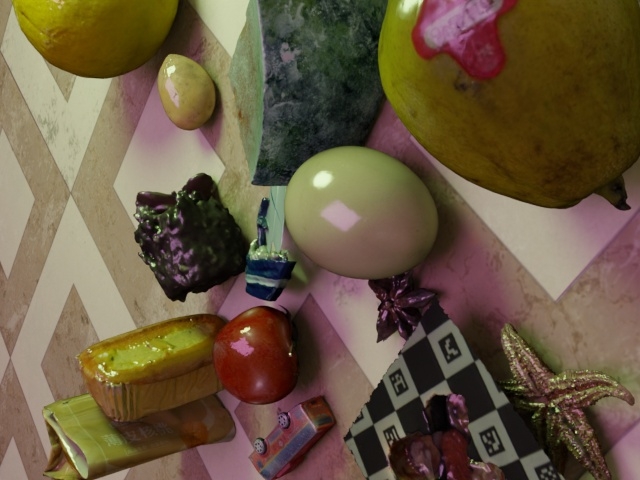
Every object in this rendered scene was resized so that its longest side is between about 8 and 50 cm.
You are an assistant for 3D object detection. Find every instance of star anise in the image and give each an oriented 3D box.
[{"bbox_3d":[0.121,0.087,1.126,0.129,0.056,0.124,-15,79,48],"label":"star anise"}]

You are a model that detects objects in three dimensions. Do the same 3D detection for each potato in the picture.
[{"bbox_3d":[-0.264,-0.287,1.514,0.112,0.112,0.147,-15,87,47],"label":"potato"}]

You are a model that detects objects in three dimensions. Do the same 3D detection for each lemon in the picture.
[{"bbox_3d":[-0.449,-0.488,1.551,0.348,0.347,0.348,2,93,48],"label":"lemon"}]

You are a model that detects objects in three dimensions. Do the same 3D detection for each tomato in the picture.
[{"bbox_3d":[-0.110,0.190,1.312,0.167,0.167,0.167,2,93,48],"label":"tomato"}]

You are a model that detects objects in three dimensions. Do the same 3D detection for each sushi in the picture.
[{"bbox_3d":[0.193,0.300,1.050,0.320,0.068,0.339,56,137,33],"label":"sushi"}]

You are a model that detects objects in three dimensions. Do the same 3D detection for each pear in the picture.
[{"bbox_3d":[0.224,-0.184,0.857,0.287,0.287,0.375,-39,83,42],"label":"pear"}]

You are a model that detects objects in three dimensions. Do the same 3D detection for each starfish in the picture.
[{"bbox_3d":[0.288,0.204,0.947,0.240,0.043,0.227,-32,79,60],"label":"starfish"}]

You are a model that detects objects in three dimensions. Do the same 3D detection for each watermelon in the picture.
[{"bbox_3d":[-0.041,-0.288,1.194,0.258,0.228,0.388,37,127,51],"label":"watermelon"}]

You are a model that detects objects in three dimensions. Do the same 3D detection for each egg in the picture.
[{"bbox_3d":[0.057,-0.038,1.099,0.241,0.186,0.186,22,108,35],"label":"egg"}]

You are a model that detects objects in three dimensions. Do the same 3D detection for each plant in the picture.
[{"bbox_3d":[-0.242,-0.014,1.438,0.178,0.204,0.234,-25,81,48],"label":"plant"}]

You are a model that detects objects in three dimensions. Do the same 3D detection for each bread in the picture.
[{"bbox_3d":[-0.293,0.228,1.432,0.152,0.288,0.119,27,121,45],"label":"bread"}]

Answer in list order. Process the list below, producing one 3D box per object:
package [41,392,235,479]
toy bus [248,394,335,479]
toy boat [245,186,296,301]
[{"bbox_3d":[-0.353,0.338,1.475,0.221,0.311,0.165,-17,81,48],"label":"package"},{"bbox_3d":[-0.051,0.339,1.325,0.077,0.065,0.192,54,129,23],"label":"toy bus"},{"bbox_3d":[-0.081,-0.032,1.330,0.210,0.070,0.292,139,137,-61],"label":"toy boat"}]
